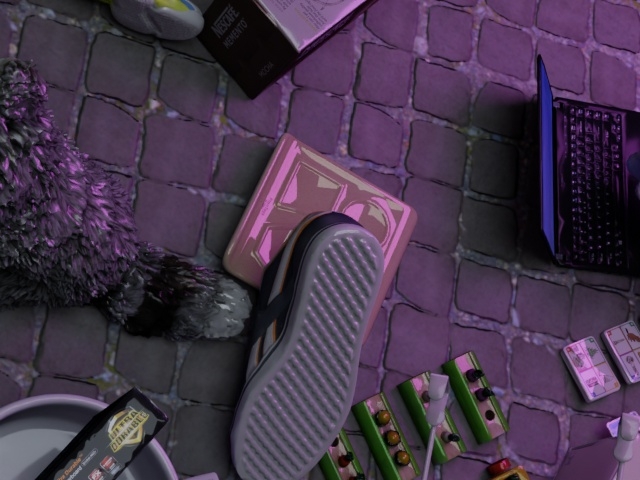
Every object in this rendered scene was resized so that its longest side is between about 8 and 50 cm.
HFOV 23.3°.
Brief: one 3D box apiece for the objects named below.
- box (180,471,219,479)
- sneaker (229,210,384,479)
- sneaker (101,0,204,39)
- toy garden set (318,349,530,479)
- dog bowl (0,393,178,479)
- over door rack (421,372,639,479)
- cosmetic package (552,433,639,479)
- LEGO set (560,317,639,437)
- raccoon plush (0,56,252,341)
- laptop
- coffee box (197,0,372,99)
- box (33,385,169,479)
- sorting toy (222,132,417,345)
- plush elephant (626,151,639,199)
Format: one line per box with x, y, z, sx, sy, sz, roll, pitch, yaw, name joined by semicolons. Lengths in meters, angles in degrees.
-0.145;0.297;1.545;0.102;0.101;0.087;-11;64;-25;box
-0.020;0.119;1.751;0.126;0.127;0.321;18;102;-21;sneaker
-0.234;-0.331;1.813;0.240;0.091;0.126;24;67;-14;sneaker
0.132;0.263;1.825;0.244;0.049;0.203;-23;85;-26;toy garden set
-0.280;0.297;1.612;0.265;0.104;0.264;6;73;-22;dog bowl
0.213;0.330;1.725;0.240;0.108;0.324;10;84;8;over door rack
0.429;0.371;1.859;0.309;0.160;0.113;37;66;-8;cosmetic package
0.427;0.221;1.973;0.182;0.060;0.244;-20;72;-26;LEGO set
-0.237;-0.046;1.616;0.447;0.299;0.216;11;72;-20;raccoon plush
0.359;-0.089;1.969;0.264;0.136;0.234;8;73;-21;laptop
0.008;-0.318;1.868;0.297;0.168;0.119;-41;93;-27;coffee box
-0.252;0.245;1.481;0.051;0.175;0.220;45;64;-4;box
0.000;0.000;1.854;0.208;0.038;0.193;32;66;-17;sorting toy
0.496;-0.066;1.924;0.255;0.330;0.272;38;68;-4;plush elephant
